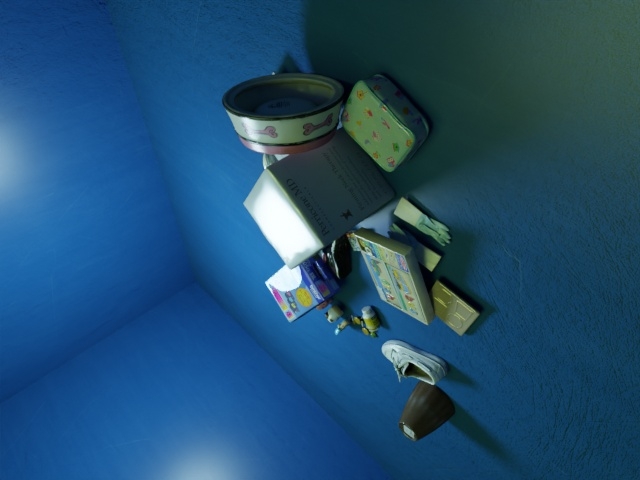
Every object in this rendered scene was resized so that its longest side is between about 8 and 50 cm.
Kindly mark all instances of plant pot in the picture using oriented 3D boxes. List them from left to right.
[{"bbox_3d":[0.487,0.835,1.937,0.215,0.230,0.215,34,143,31],"label":"plant pot"}]

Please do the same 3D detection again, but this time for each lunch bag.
[{"bbox_3d":[0.197,-0.374,1.301,0.279,0.108,0.224,50,153,11],"label":"lunch bag"}]

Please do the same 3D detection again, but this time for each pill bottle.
[{"bbox_3d":[0.247,0.385,2.001,0.065,0.065,0.116,-2,118,55],"label":"pill bottle"}]

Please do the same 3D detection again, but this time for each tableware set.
[{"bbox_3d":[0.231,0.452,2.134,0.154,0.024,0.104,24,140,40],"label":"tableware set"}]

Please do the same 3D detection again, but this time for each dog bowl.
[{"bbox_3d":[-0.118,-0.435,1.384,0.408,0.408,0.150,32,142,34],"label":"dog bowl"}]

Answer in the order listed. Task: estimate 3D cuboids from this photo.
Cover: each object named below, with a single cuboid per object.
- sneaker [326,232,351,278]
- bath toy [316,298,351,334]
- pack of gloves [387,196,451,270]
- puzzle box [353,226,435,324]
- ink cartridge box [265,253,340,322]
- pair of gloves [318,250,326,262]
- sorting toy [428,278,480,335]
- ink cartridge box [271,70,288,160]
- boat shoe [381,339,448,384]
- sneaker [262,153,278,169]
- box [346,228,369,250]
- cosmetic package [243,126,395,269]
[{"bbox_3d":[0.066,0.052,1.902,0.124,0.107,0.283,38,145,38],"label":"sneaker"},{"bbox_3d":[0.014,0.359,2.240,0.348,0.129,0.151,46,148,17],"label":"bath toy"},{"bbox_3d":[0.364,-0.028,1.485,0.232,0.046,0.195,39,134,21],"label":"pack of gloves"},{"bbox_3d":[0.299,0.145,1.613,0.272,0.052,0.409,25,150,48],"label":"puzzle box"},{"bbox_3d":[-0.080,0.219,2.081,0.395,0.151,0.270,-41,80,41],"label":"ink cartridge box"},{"bbox_3d":[0.000,0.000,1.960,0.159,0.023,0.198,-118,22,-52],"label":"pair of gloves"},{"bbox_3d":[0.502,0.256,1.558,0.193,0.038,0.208,41,151,23],"label":"sorting toy"},{"bbox_3d":[-0.141,-0.486,1.706,0.324,0.071,0.330,56,146,0],"label":"ink cartridge box"},{"bbox_3d":[0.402,0.586,1.888,0.367,0.156,0.136,11,128,49],"label":"boat shoe"},{"bbox_3d":[-0.164,-0.313,1.892,0.122,0.110,0.283,-1,127,41],"label":"sneaker"},{"bbox_3d":[0.178,-0.001,1.763,0.137,0.027,0.094,-2,119,55],"label":"box"},{"bbox_3d":[-0.011,-0.154,1.522,0.329,0.393,0.327,54,149,0],"label":"cosmetic package"}]
